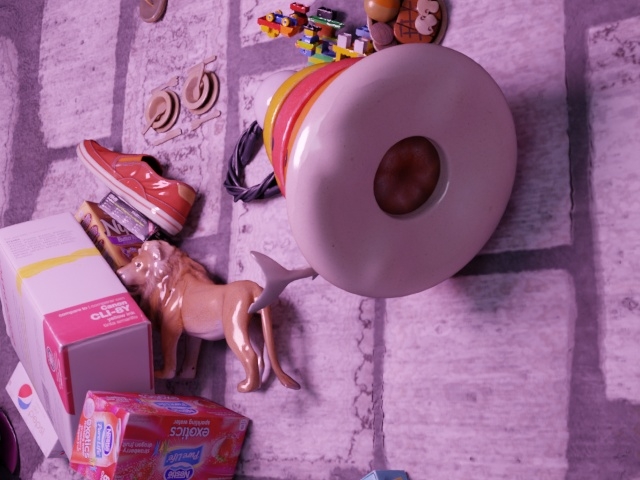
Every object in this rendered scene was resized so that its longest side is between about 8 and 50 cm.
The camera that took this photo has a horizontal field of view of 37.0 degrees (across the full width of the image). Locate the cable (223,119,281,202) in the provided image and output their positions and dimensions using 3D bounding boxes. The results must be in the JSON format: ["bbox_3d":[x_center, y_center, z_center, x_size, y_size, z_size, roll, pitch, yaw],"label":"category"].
[{"bbox_3d":[-0.105,-0.142,1.661,0.184,0.047,0.150,-21,68,36],"label":"cable"}]

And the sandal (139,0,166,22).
[{"bbox_3d":[-0.348,-0.529,1.945,0.072,0.049,0.180,-2,79,40],"label":"sandal"}]

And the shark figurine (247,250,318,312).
[{"bbox_3d":[0.007,0.020,1.479,0.166,0.278,0.116,17,134,13],"label":"shark figurine"}]

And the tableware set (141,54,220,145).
[{"bbox_3d":[-0.275,-0.269,1.835,0.194,0.039,0.128,-19,69,36],"label":"tableware set"}]

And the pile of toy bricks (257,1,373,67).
[{"bbox_3d":[0.004,-0.315,1.585,0.212,0.118,0.105,23,125,25],"label":"pile of toy bricks"}]

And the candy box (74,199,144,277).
[{"bbox_3d":[-0.385,0.008,1.823,0.053,0.109,0.186,-52,54,20],"label":"candy box"}]

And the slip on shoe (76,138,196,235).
[{"bbox_3d":[-0.352,-0.121,1.831,0.331,0.123,0.101,32,82,38],"label":"slip on shoe"}]

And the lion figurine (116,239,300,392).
[{"bbox_3d":[-0.182,0.123,1.619,0.392,0.142,0.240,2,84,34],"label":"lion figurine"}]

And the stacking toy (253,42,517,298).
[{"bbox_3d":[0.028,-0.149,1.432,0.480,0.351,0.350,36,105,57],"label":"stacking toy"}]

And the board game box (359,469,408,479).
[{"bbox_3d":[0.028,0.523,1.385,0.336,0.079,0.253,-39,58,27],"label":"board game box"}]

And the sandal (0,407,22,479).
[{"bbox_3d":[-0.686,0.415,1.986,0.107,0.167,0.446,-47,59,-8],"label":"sandal"}]

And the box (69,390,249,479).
[{"bbox_3d":[-0.257,0.325,1.550,0.123,0.257,0.128,15,91,43],"label":"box"}]

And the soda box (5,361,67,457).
[{"bbox_3d":[-0.551,0.338,1.920,0.216,0.069,0.074,44,109,38],"label":"soda box"}]

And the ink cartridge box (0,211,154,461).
[{"bbox_3d":[-0.443,0.164,1.709,0.385,0.160,0.279,44,141,44],"label":"ink cartridge box"}]

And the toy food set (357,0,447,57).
[{"bbox_3d":[0.129,-0.342,1.466,0.132,0.038,0.192,13,90,-2],"label":"toy food set"}]

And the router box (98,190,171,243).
[{"bbox_3d":[-0.344,-0.032,1.776,0.122,0.092,0.038,36,83,16],"label":"router box"}]
